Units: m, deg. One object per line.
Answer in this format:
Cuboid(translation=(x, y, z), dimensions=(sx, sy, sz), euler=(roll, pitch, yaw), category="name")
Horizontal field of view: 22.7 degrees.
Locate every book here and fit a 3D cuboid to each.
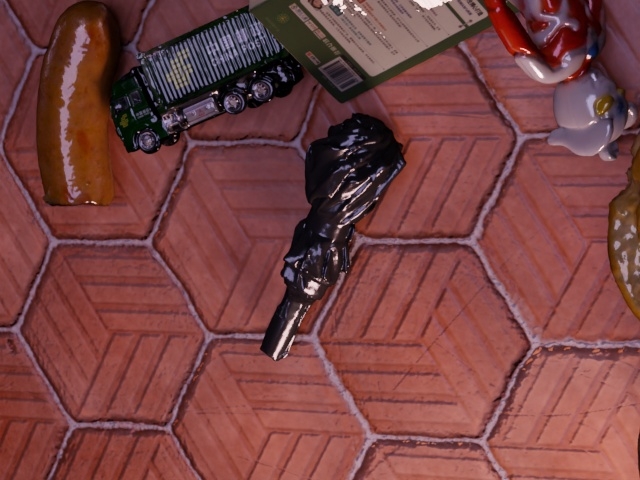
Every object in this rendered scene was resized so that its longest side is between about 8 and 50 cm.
Cuboid(translation=(0.080, -0.277, 1.868), dimensions=(0.264, 0.202, 0.027), euler=(-26, 45, 23), category="book")

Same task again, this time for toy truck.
Cuboid(translation=(-0.145, -0.203, 2.004), dimensions=(0.259, 0.088, 0.121), euler=(-22, 93, 21), category="toy truck")

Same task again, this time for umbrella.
Cuboid(translation=(0.000, 0.000, 1.984), dimensions=(0.118, 0.118, 0.340), euler=(29, 112, 13), category="umbrella")

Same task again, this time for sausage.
Cuboid(translation=(-0.311, -0.176, 2.064), dimensions=(0.109, 0.109, 0.271), euler=(11, 103, 18), category="sausage")

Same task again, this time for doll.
Cuboid(translation=(0.258, -0.262, 1.804), dimensions=(0.099, 0.188, 0.384), euler=(-4, 116, 50), category="doll")

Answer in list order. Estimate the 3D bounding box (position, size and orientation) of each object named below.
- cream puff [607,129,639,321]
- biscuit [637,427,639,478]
Cuboid(translation=(0.490, -0.027, 1.721), dimensions=(0.327, 0.231, 0.343), euler=(50, 117, 15), category="cream puff")
Cuboid(translation=(0.511, 0.249, 1.763), dimensions=(0.332, 0.103, 0.332), euler=(9, 134, 9), category="biscuit")
